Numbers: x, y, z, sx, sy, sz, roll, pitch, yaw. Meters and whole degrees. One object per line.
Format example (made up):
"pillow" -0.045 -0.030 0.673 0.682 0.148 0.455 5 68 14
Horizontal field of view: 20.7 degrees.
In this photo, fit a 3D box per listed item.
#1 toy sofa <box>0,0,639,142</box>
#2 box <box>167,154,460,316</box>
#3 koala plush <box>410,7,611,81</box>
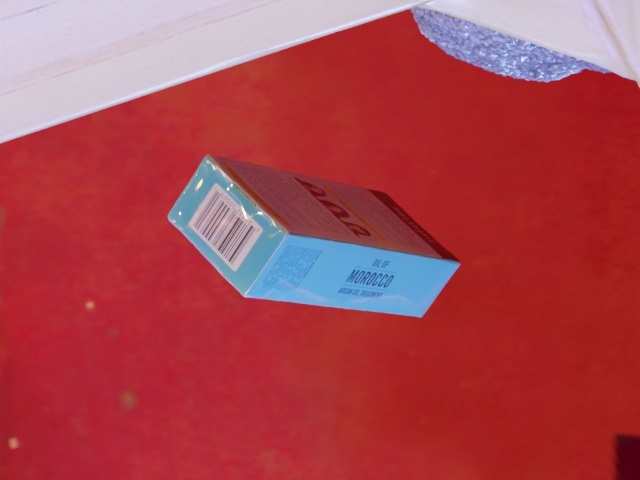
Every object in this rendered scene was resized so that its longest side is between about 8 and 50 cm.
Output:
"toy sofa" -0.094 -0.094 0.444 0.363 0.150 0.177 -17 128 22
"box" 0.000 0.000 1.344 0.100 0.244 0.060 44 109 30
"koala plush" 0.169 -0.118 0.795 0.203 0.196 0.221 -44 55 3
